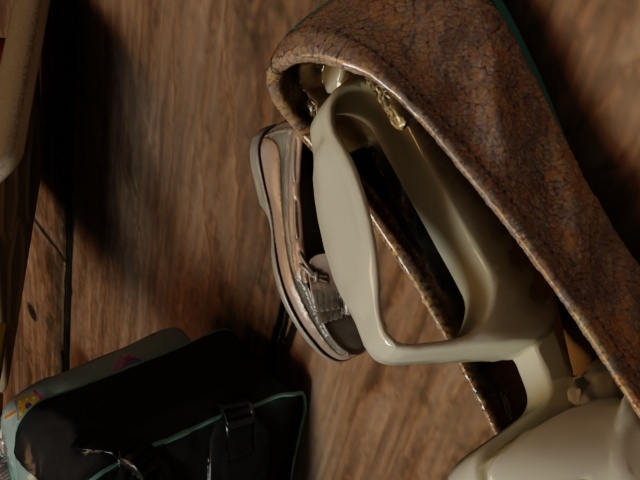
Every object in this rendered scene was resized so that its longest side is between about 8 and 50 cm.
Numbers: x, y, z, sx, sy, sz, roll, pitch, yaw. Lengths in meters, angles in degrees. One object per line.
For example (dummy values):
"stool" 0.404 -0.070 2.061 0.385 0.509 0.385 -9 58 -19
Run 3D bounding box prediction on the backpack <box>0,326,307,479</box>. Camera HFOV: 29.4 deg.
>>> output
"backpack" -0.102 0.158 0.742 0.144 0.166 0.188 28 131 43

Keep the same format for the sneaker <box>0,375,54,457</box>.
"sneaker" -0.208 0.210 1.041 0.092 0.087 0.228 30 141 37

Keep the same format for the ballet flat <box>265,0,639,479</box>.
"ballet flat" 0.073 0.043 0.449 0.316 0.106 0.107 59 149 12

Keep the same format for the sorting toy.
"sorting toy" -0.209 -0.007 0.775 0.229 0.041 0.307 108 165 -46

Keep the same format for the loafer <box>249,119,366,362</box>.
"loafer" 0.000 0.000 0.602 0.039 0.045 0.125 -16 93 53

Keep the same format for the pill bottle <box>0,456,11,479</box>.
"pill bottle" -0.290 0.244 1.188 0.137 0.078 0.078 50 146 27
